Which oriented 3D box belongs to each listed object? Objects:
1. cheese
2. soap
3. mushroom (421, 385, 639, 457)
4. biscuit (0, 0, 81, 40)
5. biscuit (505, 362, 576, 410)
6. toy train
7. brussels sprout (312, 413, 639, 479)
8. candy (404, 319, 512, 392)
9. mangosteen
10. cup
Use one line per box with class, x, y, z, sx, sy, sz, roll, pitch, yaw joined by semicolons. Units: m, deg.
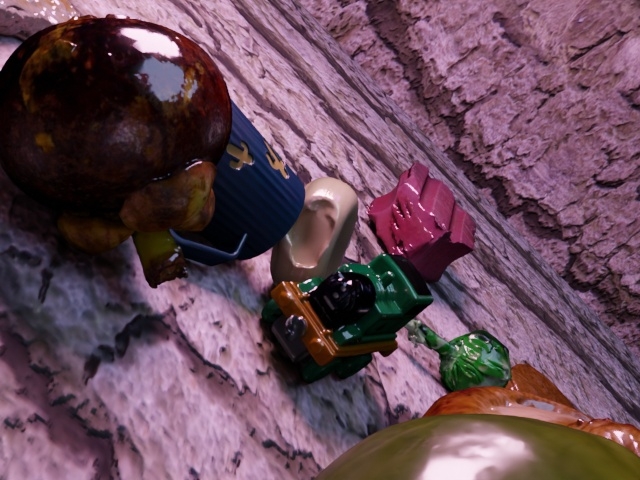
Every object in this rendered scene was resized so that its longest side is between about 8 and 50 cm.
cheese;0.000;0.000;1.036;0.064;0.137;0.227;25;0;7
soap;0.174;-0.029;1.540;0.182;0.112;0.289;47;17;-5
mushroom;0.236;0.241;0.811;0.345;0.260;0.345;19;23;-9
biscuit;-0.334;-0.255;0.893;0.141;0.038;0.290;50;15;6
biscuit;0.395;0.306;1.478;0.257;0.049;0.273;56;17;24
toy train;0.032;0.071;0.924;0.091;0.136;0.227;55;16;18
brussels sprout;0.114;0.264;0.463;0.371;0.276;0.315;48;20;-5
candy;0.120;0.115;1.184;0.323;0.097;0.097;32;22;-23
mangosteen;-0.158;-0.067;0.725;0.192;0.192;0.217;-18;98;-72
cup;-0.107;-0.050;0.896;0.155;0.131;0.176;42;47;-33
